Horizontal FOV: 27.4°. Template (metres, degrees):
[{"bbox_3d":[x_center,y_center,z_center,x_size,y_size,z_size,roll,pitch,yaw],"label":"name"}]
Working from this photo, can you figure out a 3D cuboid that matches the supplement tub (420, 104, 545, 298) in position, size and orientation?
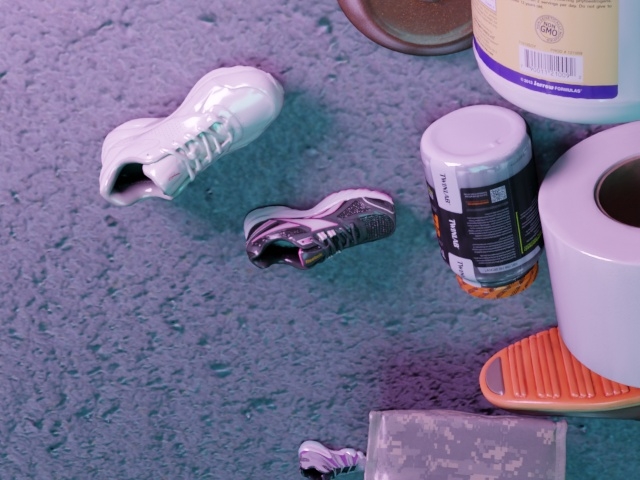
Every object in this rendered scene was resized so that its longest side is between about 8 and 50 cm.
[{"bbox_3d":[0.176,-0.038,1.397,0.117,0.117,0.190,-7,126,10],"label":"supplement tub"}]

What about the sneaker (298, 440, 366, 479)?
[{"bbox_3d":[0.017,0.302,1.704,0.098,0.069,0.038,11,128,-4],"label":"sneaker"}]

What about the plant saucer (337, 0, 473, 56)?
[{"bbox_3d":[0.106,-0.258,1.282,0.198,0.036,0.199,3,128,3],"label":"plant saucer"}]

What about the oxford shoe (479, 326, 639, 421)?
[{"bbox_3d":[0.372,0.178,1.548,0.363,0.130,0.133,-4,134,8],"label":"oxford shoe"}]

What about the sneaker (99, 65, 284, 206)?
[{"bbox_3d":[-0.136,-0.095,1.376,0.232,0.115,0.090,-28,121,24],"label":"sneaker"}]

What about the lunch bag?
[{"bbox_3d":[0.176,0.298,1.614,0.235,0.169,0.287,4,165,6],"label":"lunch bag"}]

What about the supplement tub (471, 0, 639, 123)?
[{"bbox_3d":[0.241,-0.293,1.114,0.241,0.241,0.331,-3,127,7],"label":"supplement tub"}]

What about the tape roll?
[{"bbox_3d":[0.353,0.010,1.341,0.246,0.246,0.169,-8,127,10],"label":"tape roll"}]

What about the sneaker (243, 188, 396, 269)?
[{"bbox_3d":[0.000,0.000,1.465,0.178,0.077,0.072,-12,127,13],"label":"sneaker"}]
